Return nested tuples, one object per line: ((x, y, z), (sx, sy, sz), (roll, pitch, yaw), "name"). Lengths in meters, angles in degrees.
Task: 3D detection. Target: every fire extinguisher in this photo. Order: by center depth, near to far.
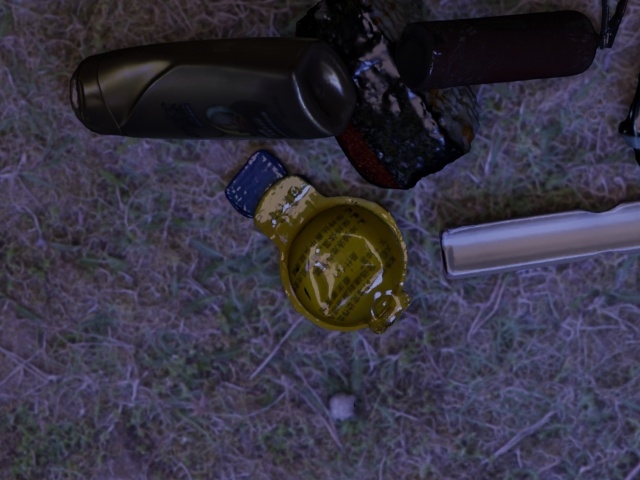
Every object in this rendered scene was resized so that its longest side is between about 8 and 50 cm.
((0.210, -0.211, 1.882), (0.267, 0.072, 0.089), (-8, 109, -28), "fire extinguisher")

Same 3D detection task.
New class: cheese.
((0.000, 0.000, 2.012), (0.250, 0.064, 0.156), (44, 103, 11), "cheese")

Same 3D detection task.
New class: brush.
((0.291, -0.009, 1.967), (0.321, 0.050, 0.060), (-8, 95, 4), "brush")

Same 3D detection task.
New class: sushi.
((0.073, -0.169, 1.933), (0.126, 0.136, 0.225), (-22, 97, 31), "sushi")

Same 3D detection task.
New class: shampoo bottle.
((-0.128, -0.160, 1.934), (0.350, 0.084, 0.125), (3, 143, 38), "shampoo bottle")

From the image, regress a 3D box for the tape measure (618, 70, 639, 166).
((0.409, -0.127, 1.892), (0.182, 0.107, 0.181), (21, 99, 7), "tape measure")
